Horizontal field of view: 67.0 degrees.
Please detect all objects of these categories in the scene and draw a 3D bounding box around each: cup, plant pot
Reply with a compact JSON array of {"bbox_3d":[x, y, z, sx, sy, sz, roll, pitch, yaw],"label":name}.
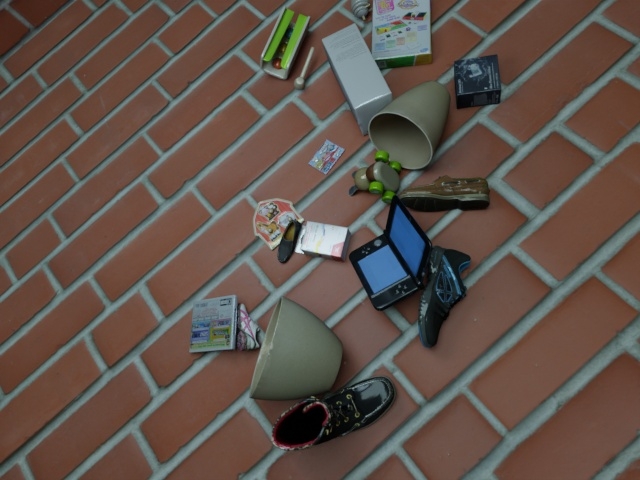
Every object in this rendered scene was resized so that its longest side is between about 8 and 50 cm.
[{"bbox_3d":[-0.066,0.372,1.555,0.237,0.331,0.331,19,76,-7],"label":"cup"},{"bbox_3d":[0.353,-0.445,1.751,0.256,0.256,0.274,28,66,22],"label":"plant pot"}]

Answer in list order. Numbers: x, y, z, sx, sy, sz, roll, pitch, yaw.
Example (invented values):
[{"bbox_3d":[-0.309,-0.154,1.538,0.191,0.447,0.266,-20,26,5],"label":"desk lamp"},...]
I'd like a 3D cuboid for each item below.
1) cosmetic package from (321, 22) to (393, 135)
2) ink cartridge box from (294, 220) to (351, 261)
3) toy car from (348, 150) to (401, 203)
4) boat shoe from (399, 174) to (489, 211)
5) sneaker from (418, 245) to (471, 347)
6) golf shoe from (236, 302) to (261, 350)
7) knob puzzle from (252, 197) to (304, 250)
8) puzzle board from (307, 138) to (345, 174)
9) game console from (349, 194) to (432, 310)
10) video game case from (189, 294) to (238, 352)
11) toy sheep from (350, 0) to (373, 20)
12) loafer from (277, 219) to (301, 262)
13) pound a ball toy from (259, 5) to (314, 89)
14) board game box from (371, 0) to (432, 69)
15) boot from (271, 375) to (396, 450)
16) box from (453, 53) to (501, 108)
[{"bbox_3d":[0.149,-0.621,1.876,0.155,0.197,0.366,-24,69,5],"label":"cosmetic package"},{"bbox_3d":[0.000,0.000,1.771,0.198,0.067,0.115,9,75,18],"label":"ink cartridge box"},{"bbox_3d":[0.184,-0.221,1.788,0.188,0.149,0.155,-7,63,44],"label":"toy car"},{"bbox_3d":[0.432,-0.168,1.698,0.307,0.111,0.104,3,68,6],"label":"boat shoe"},{"bbox_3d":[0.399,0.183,1.568,0.139,0.125,0.341,10,75,16],"label":"sneaker"},{"bbox_3d":[-0.266,0.312,1.748,0.086,0.067,0.186,3,53,-27],"label":"golf shoe"},{"bbox_3d":[-0.184,-0.087,1.872,0.213,0.030,0.213,-5,71,14],"label":"knob puzzle"},{"bbox_3d":[0.023,-0.332,1.910,0.096,0.011,0.128,34,83,23],"label":"puzzle board"},{"bbox_3d":[0.218,0.037,1.590,0.250,0.173,0.293,-30,41,4],"label":"game console"},{"bbox_3d":[-0.390,0.306,1.764,0.212,0.023,0.193,-12,68,30],"label":"video game case"},{"bbox_3d":[0.172,-0.996,2.059,0.091,0.091,0.132,-15,74,10],"label":"toy sheep"},{"bbox_3d":[-0.125,0.001,1.800,0.062,0.061,0.170,16,88,13],"label":"loafer"},{"bbox_3d":[-0.123,-0.802,2.067,0.208,0.136,0.319,21,77,-5],"label":"pound a ball toy"},{"bbox_3d":[0.332,-0.860,1.979,0.242,0.064,0.317,-1,71,15],"label":"board game box"},{"bbox_3d":[0.043,0.521,1.460,0.377,0.284,0.138,-26,67,6],"label":"boot"},{"bbox_3d":[0.583,-0.590,1.802,0.158,0.093,0.156,-4,71,15],"label":"box"}]
